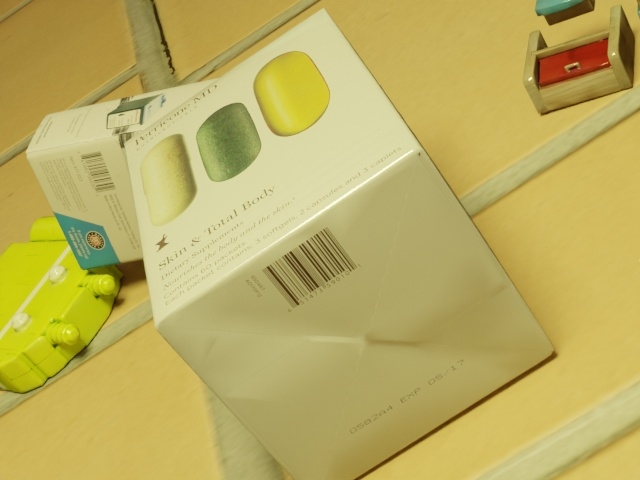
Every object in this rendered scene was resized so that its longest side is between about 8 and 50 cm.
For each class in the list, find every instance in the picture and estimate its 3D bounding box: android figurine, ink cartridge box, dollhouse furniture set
[{"bbox_3d":[-0.310,0.072,1.196,0.273,0.056,0.248,-1,46,46],"label":"android figurine"},{"bbox_3d":[-0.157,-0.061,1.099,0.191,0.139,0.082,-11,35,11],"label":"ink cartridge box"},{"bbox_3d":[0.234,-0.178,0.921,0.184,0.129,0.129,-15,38,29],"label":"dollhouse furniture set"}]

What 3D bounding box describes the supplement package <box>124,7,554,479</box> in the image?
[{"bbox_3d":[0.000,0.000,0.850,0.199,0.198,0.262,-33,32,6],"label":"supplement package"}]
